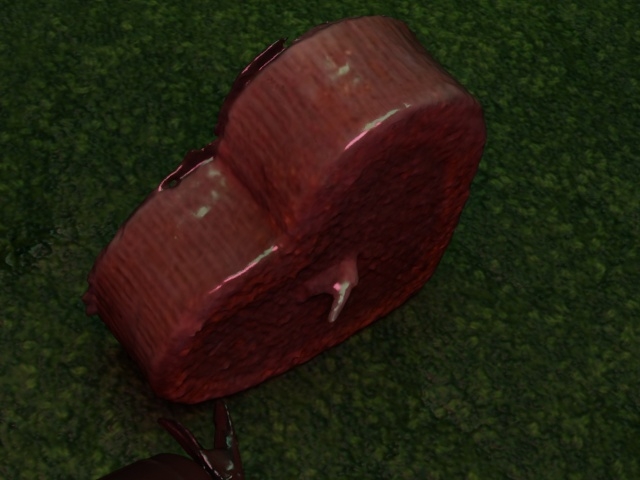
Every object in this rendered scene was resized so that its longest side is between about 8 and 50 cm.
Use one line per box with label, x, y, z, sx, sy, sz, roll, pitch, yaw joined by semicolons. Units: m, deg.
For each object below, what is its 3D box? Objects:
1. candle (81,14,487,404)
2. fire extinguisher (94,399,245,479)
candle;0.000;0.000;1.130;0.317;0.287;0.131;-44;65;11
fire extinguisher;-0.170;0.203;0.977;0.341;0.105;0.141;-22;87;-43
